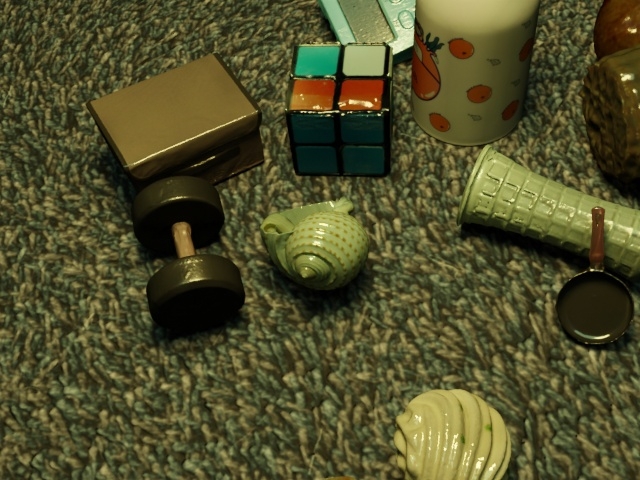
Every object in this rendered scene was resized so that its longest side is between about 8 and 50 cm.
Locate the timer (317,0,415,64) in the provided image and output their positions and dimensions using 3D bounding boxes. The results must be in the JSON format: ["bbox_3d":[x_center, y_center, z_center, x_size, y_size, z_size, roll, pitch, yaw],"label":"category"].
[{"bbox_3d":[0.135,-0.471,1.603,0.250,0.091,0.231,-23,80,-6],"label":"timer"}]

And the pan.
[{"bbox_3d":[0.417,0.053,1.237,0.115,0.040,0.212,1,96,15],"label":"pan"}]

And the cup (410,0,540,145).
[{"bbox_3d":[0.266,-0.347,1.410,0.212,0.317,0.212,-2,56,3],"label":"cup"}]

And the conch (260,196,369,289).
[{"bbox_3d":[0.001,0.011,1.310,0.172,0.131,0.200,-6,12,27],"label":"conch"}]

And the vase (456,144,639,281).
[{"bbox_3d":[0.383,-0.038,1.307,0.299,0.143,0.143,22,61,16],"label":"vase"}]

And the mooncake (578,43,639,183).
[{"bbox_3d":[0.520,-0.210,1.351,0.124,0.228,0.228,-12,56,-6],"label":"mooncake"}]

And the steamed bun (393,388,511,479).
[{"bbox_3d":[0.185,0.278,1.089,0.183,0.106,0.182,24,42,-24],"label":"steamed bun"}]

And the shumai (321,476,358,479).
[{"bbox_3d":[0.034,0.394,1.058,0.201,0.120,0.201,-1,56,1],"label":"shumai"}]

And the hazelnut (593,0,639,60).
[{"bbox_3d":[0.612,-0.378,1.489,0.218,0.218,0.233,-9,75,-1],"label":"hazelnut"}]

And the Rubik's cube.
[{"bbox_3d":[0.040,-0.234,1.445,0.183,0.167,0.180,1,55,4],"label":"Rubik's cube"}]

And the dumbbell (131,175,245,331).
[{"bbox_3d":[-0.216,0.021,1.306,0.153,0.152,0.218,-15,57,-5],"label":"dumbbell"}]

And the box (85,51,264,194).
[{"bbox_3d":[-0.251,-0.192,1.453,0.252,0.153,0.188,-28,60,-14],"label":"box"}]
